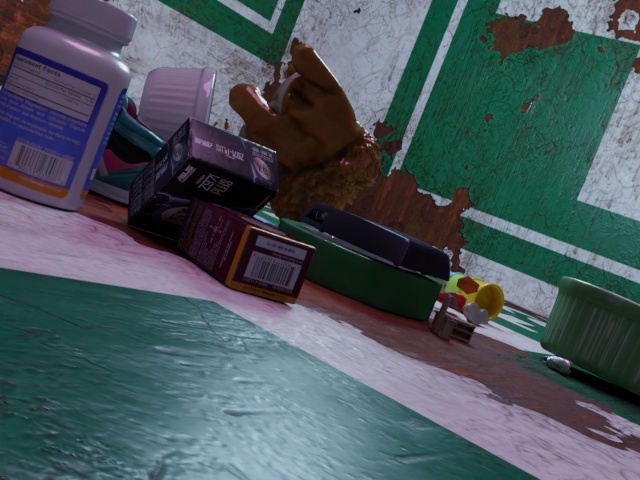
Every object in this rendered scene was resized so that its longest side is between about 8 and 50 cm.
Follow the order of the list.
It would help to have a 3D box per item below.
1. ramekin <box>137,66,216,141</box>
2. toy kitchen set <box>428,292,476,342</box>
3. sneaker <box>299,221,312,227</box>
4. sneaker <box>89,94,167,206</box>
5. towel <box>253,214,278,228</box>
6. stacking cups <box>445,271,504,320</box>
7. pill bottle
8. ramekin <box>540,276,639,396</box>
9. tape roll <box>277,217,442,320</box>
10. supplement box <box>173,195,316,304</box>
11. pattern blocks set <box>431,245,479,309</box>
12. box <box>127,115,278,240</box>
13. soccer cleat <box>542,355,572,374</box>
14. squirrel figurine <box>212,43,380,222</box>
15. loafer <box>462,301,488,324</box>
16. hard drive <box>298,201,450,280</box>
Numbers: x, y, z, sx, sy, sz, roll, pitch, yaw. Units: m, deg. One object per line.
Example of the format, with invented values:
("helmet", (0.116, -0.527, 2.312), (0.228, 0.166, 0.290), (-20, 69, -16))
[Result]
("ramekin", (-0.283, -0.210, 1.656), (0.127, 0.273, 0.273), (10, 5, -8))
("toy kitchen set", (0.231, 0.132, 1.417), (0.075, 0.068, 0.083), (21, 4, -8))
("sneaker", (0.000, 0.000, 1.854), (0.087, 0.092, 0.229), (22, 4, -28))
("sneaker", (-0.387, -0.177, 1.470), (0.295, 0.178, 0.124), (21, 4, -8))
("towel", (-0.186, -0.056, 2.074), (0.209, 0.034, 0.285), (22, 3, -11))
("stacking cups", (0.324, 0.111, 2.134), (0.096, 0.096, 0.316), (20, 3, -29))
("pill bottle", (-0.345, -0.190, 1.145), (0.152, 0.272, 0.152), (22, 3, -1))
("ramekin", (0.577, 0.200, 1.660), (0.303, 0.148, 0.303), (26, 0, 0))
("tape roll", (0.064, 0.051, 1.586), (0.321, 0.077, 0.321), (21, 3, -1))
("supplement box", (-0.104, 0.010, 1.130), (0.104, 0.081, 0.188), (19, 4, -34))
("pattern blocks set", (0.193, 0.058, 1.801), (0.285, 0.026, 0.325), (19, -17, 9))
("box", (-0.170, -0.075, 1.232), (0.147, 0.180, 0.077), (20, 48, -33))
("soccer cleat", (0.433, 0.226, 1.572), (0.036, 0.029, 0.083), (13, 1, -5))
("squirrel figurine", (-0.083, -0.182, 1.950), (0.397, 0.370, 0.281), (51, -4, -12))
("loafer", (0.328, 0.162, 1.858), (0.039, 0.045, 0.125), (-3, -15, 29))
("hard drive", (0.100, -0.002, 1.533), (0.255, 0.054, 0.172), (25, 5, 43))
